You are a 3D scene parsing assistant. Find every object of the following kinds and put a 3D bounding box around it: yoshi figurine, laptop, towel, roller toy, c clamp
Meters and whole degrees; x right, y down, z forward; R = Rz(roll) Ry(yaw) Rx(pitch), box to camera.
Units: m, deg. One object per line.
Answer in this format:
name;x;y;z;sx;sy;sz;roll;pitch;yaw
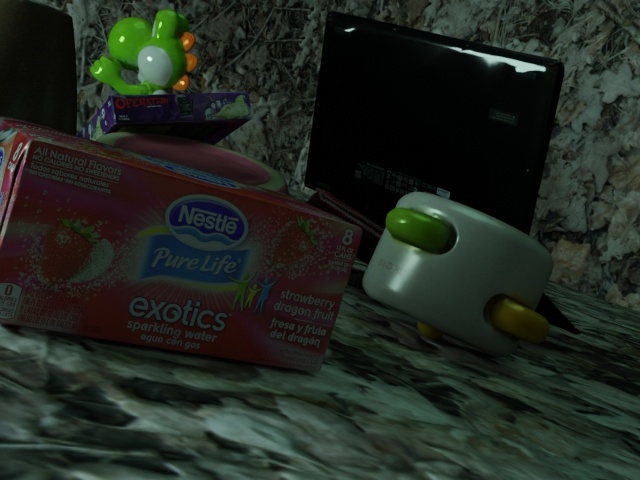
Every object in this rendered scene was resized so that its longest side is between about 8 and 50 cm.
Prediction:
yoshi figurine;-0.382;-0.307;1.816;0.203;0.362;0.203;15;6;-18
laptop;0.193;-0.091;1.255;0.382;0.407;0.236;24;26;39
towel;0.062;-0.007;1.370;0.199;0.031;0.275;32;-8;-3
roller toy;0.154;0.046;1.000;0.209;0.146;0.191;25;-2;1
c clamp;0.015;0.045;1.289;0.161;0.022;0.137;17;0;17

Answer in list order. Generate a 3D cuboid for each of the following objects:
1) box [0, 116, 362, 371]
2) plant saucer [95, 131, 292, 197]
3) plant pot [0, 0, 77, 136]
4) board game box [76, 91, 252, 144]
box;-0.116;0.005;0.646;0.257;0.122;0.128;14;7;-31
plant saucer;-0.176;-0.070;1.159;0.332;0.084;0.332;14;16;-4
plant pot;-0.360;-0.156;0.982;0.215;0.230;0.215;18;5;-2
board game box;-0.269;-0.159;1.369;0.208;0.056;0.347;-2;-8;-29
